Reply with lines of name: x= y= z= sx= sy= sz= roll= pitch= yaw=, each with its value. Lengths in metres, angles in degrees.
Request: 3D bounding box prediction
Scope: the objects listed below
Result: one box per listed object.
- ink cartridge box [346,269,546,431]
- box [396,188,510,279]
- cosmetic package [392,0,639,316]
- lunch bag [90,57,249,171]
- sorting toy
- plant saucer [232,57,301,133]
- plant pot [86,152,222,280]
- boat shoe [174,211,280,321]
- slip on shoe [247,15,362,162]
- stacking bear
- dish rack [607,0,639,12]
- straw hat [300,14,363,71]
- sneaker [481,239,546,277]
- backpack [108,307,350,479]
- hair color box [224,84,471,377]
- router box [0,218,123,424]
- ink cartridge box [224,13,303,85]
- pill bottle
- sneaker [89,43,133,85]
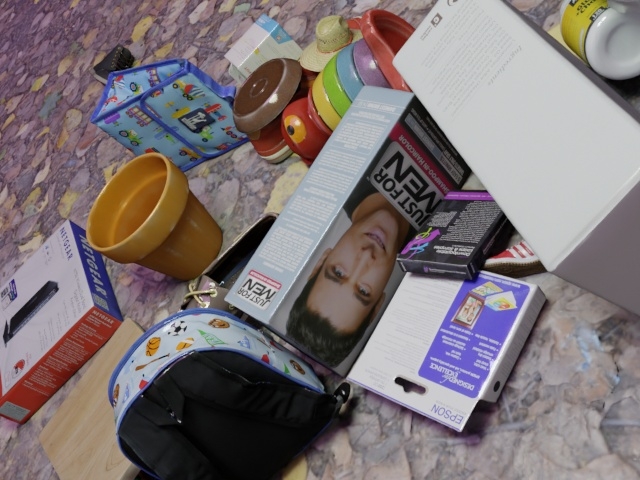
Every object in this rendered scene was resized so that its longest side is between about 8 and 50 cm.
ink cartridge box: x=0.160 y=0.130 z=1.027 sx=0.206 sy=0.045 sz=0.208 roll=17 pitch=70 yaw=48
box: x=0.193 y=-0.013 z=1.083 sx=0.116 sy=0.029 sz=0.162 roll=5 pitch=42 yaw=44
cosmetic package: x=0.286 y=-0.127 z=0.953 sx=0.161 sy=0.230 sz=0.453 roll=-51 pitch=37 yaw=22
lunch bag: x=-0.274 y=-0.263 z=1.590 sx=0.293 sy=0.221 sz=0.138 roll=-12 pitch=53 yaw=36
sorting toy: x=-0.317 y=0.297 z=1.295 sx=0.257 sy=0.089 sz=0.255 roll=-54 pitch=40 yaw=-5
plant saucer: x=-0.106 y=-0.272 z=1.438 sx=0.168 sy=0.029 sz=0.168 roll=-29 pitch=42 yaw=30
plant pot: x=-0.289 y=-0.025 z=1.443 sx=0.205 sy=0.188 sz=0.205 roll=-23 pitch=47 yaw=27
boat shoe: x=-0.157 y=0.086 z=1.239 sx=0.116 sy=0.097 sz=0.324 roll=22 pitch=57 yaw=44
slip on shoe: x=-0.020 y=-0.298 z=1.482 sx=0.331 sy=0.101 sz=0.123 roll=-49 pitch=38 yaw=-2
stacking bear: x=0.047 y=-0.237 z=1.335 sx=0.289 sy=0.175 sz=0.164 roll=-30 pitch=-1 yaw=36
dish rack: x=0.440 y=-0.368 z=1.026 sx=0.285 sy=0.072 sz=0.333 roll=-6 pitch=31 yaw=-3
straw hat: x=0.023 y=-0.367 z=1.405 sx=0.144 sy=0.061 sz=0.144 roll=-11 pitch=41 yaw=10
sneaker: x=0.269 y=0.008 z=1.027 sx=0.118 sy=0.042 sz=0.067 roll=-12 pitch=55 yaw=28
backpack: x=-0.147 y=0.215 z=1.071 sx=0.276 sy=0.263 sz=0.213 roll=-48 pitch=40 yaw=3
hair color box: x=0.049 y=-0.015 z=1.132 sx=0.113 sy=0.185 sz=0.374 roll=23 pitch=76 yaw=48
router box: x=-0.572 y=0.158 z=1.639 sx=0.301 sy=0.082 sz=0.335 roll=-45 pitch=40 yaw=6
ink cartridge box: x=-0.126 y=-0.385 z=1.650 sx=0.143 sy=0.092 sz=0.090 roll=-45 pitch=40 yaw=4
pill bottle: x=0.392 y=-0.296 z=1.085 sx=0.103 sy=0.103 sz=0.184 roll=-35 pitch=24 yaw=16
sneaker: x=-0.541 y=-0.458 z=2.090 sx=0.118 sy=0.083 sz=0.222 roll=-50 pitch=39 yaw=-1
